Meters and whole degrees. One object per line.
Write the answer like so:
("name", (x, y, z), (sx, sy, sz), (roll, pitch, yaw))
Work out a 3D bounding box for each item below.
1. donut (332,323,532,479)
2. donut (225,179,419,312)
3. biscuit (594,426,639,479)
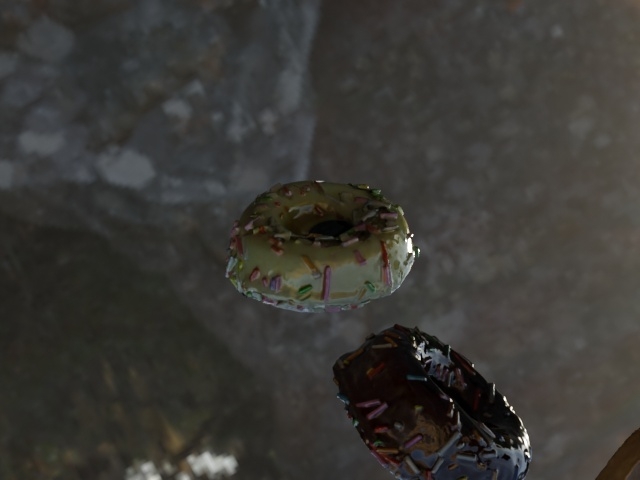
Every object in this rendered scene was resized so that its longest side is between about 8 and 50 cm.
("donut", (0.122, 0.178, 1.590), (0.089, 0.235, 0.235), (-48, 174, 16))
("donut", (0.000, 0.000, 1.395), (0.174, 0.068, 0.175), (0, -153, 0))
("biscuit", (0.510, 0.360, 2.053), (0.385, 0.365, 0.062), (-31, -155, -7))
